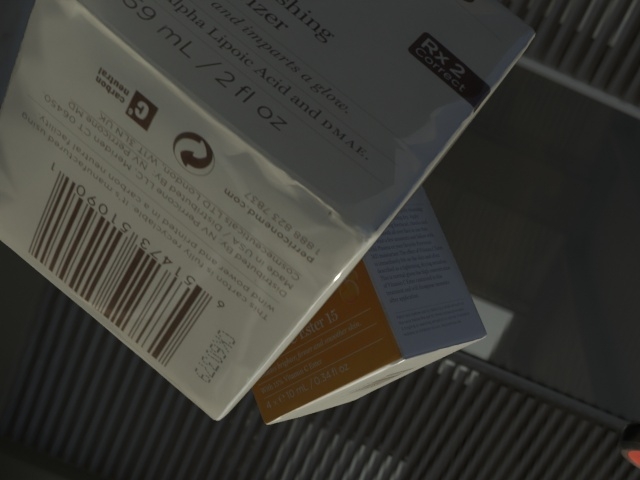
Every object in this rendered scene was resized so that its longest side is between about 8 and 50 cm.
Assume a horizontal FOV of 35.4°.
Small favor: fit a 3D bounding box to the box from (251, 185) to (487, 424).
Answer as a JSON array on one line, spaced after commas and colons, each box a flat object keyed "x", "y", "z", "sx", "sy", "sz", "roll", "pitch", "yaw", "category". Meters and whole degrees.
[{"x": 0.000, "y": 0.000, "z": 1.136, "sx": 0.215, "sy": 0.345, "sz": 0.168, "roll": -33, "pitch": 163, "yaw": 37, "category": "box"}]

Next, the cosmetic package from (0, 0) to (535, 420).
[{"x": -0.028, "y": -0.053, "z": 0.455, "sx": 0.184, "sy": 0.151, "sz": 0.151, "roll": -50, "pitch": 178, "yaw": -45, "category": "cosmetic package"}]

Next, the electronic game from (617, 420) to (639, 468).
[{"x": 0.274, "y": 0.151, "z": 0.542, "sx": 0.229, "sy": 0.229, "sz": 0.048, "roll": 138, "pitch": -24, "yaw": -79, "category": "electronic game"}]
